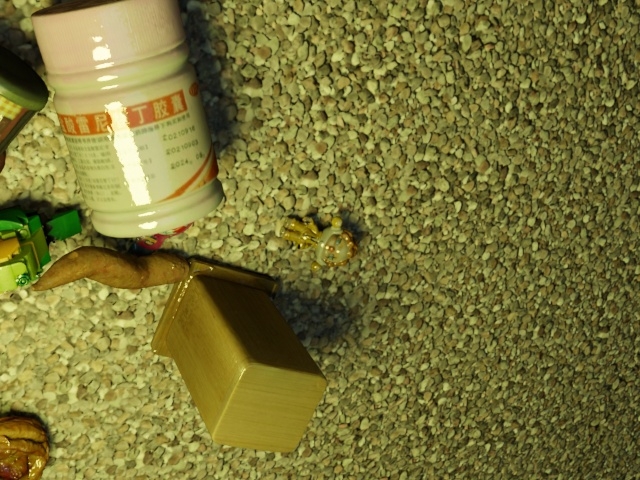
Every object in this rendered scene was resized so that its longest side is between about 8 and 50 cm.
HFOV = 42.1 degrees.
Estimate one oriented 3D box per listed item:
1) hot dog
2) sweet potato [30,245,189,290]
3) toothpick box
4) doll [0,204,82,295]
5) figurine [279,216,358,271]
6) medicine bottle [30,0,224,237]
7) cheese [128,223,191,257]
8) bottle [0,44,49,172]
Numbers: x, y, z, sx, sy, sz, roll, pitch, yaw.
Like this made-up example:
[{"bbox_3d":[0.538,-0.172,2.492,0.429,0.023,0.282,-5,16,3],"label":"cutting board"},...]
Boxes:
[{"bbox_3d":[-0.556,0.356,1.349,0.226,0.099,0.161,-3,112,-22],"label":"hot dog"},{"bbox_3d":[-0.325,0.043,1.291,0.281,0.059,0.067,8,121,-54],"label":"sweet potato"},{"bbox_3d":[-0.132,0.189,1.359,0.187,0.308,0.190,18,105,-31],"label":"toothpick box"},{"bbox_3d":[-0.444,0.015,1.211,0.134,0.186,0.106,-2,117,6],"label":"doll"},{"bbox_3d":[-0.003,0.004,1.489,0.143,0.068,0.102,-3,109,-12],"label":"figurine"},{"bbox_3d":[-0.266,-0.183,1.176,0.202,0.202,0.316,-20,113,-18],"label":"medicine bottle"},{"bbox_3d":[-0.258,-0.028,1.358,0.095,0.038,0.145,26,111,-39],"label":"cheese"},{"bbox_3d":[-0.498,-0.135,1.125,0.271,0.143,0.156,-48,136,13],"label":"bottle"}]
